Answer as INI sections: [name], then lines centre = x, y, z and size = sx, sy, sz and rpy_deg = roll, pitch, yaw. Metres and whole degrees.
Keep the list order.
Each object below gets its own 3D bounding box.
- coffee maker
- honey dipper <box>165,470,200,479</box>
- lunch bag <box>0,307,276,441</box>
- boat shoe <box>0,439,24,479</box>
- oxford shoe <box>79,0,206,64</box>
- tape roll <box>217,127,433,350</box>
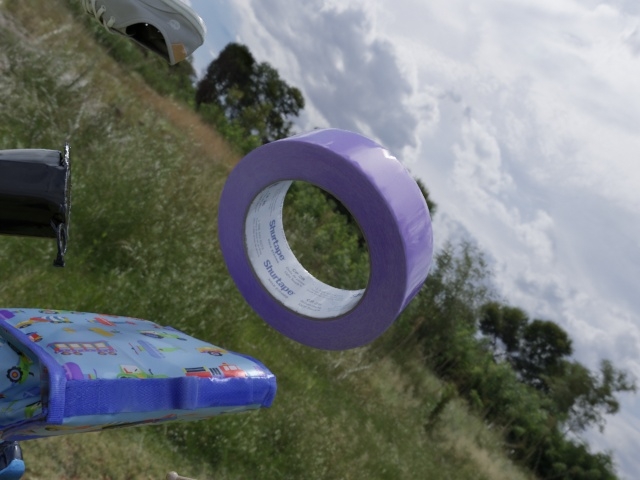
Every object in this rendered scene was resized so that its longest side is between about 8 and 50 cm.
[coffee maker]
centre = -0.412, -0.055, 0.646
size = 0.178, 0.120, 0.171
rpy_deg = 1, 32, -23
[honey dipper]
centre = -0.153, 0.366, 0.768
size = 0.160, 0.031, 0.030
rpy_deg = 11, -7, 6
[lunch bag]
centre = -0.205, 0.140, 0.536
size = 0.293, 0.138, 0.220
rpy_deg = -10, -18, 44
[boat shoe]
centre = -0.705, 0.480, 1.034
size = 0.109, 0.258, 0.089
rpy_deg = 71, -5, -54
[oxford shoe]
centre = -0.485, -0.556, 1.194
size = 0.449, 0.130, 0.169
rpy_deg = 30, -13, -6
[tape roll]
centre = 0.000, 0.000, 0.667
size = 0.275, 0.275, 0.090
rpy_deg = 45, 38, 8
